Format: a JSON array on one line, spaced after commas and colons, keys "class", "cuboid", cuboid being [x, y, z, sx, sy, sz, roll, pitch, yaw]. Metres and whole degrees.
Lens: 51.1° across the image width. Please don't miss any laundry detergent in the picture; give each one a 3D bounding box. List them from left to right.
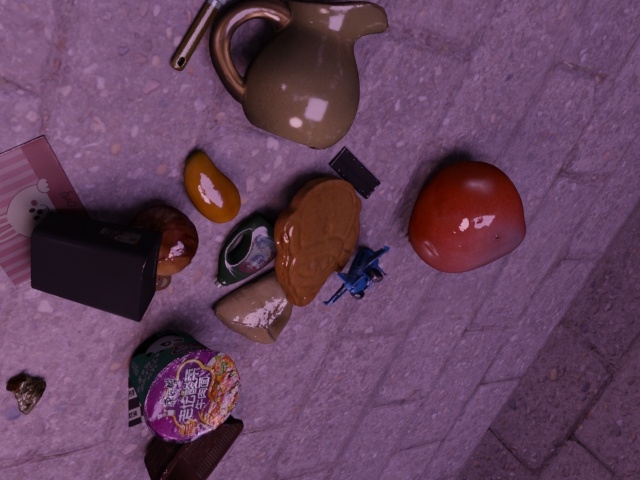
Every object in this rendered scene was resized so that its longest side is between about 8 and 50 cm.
[{"class": "laundry detergent", "cuboid": [-0.191, 0.035, 1.662, 0.211, 0.063, 0.137, -43, 136, 3]}]

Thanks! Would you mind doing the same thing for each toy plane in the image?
[{"class": "toy plane", "cuboid": [0.117, 0.087, 1.849, 0.254, 0.105, 0.271, -45, 174, 28]}]

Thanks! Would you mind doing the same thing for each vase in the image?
[{"class": "vase", "cuboid": [-0.059, -0.361, 1.337, 0.329, 0.241, 0.302, 16, 102, -19]}]

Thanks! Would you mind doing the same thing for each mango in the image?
[{"class": "mango", "cuboid": [-0.242, -0.111, 1.480, 0.102, 0.085, 0.184, -36, 133, -9]}]

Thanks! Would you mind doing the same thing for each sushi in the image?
[{"class": "sushi", "cuboid": [-0.418, 0.424, 1.813, 0.192, 0.050, 0.215, -13, 131, -31]}]

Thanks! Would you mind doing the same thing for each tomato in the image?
[{"class": "tomato", "cuboid": [0.419, -0.053, 1.911, 0.341, 0.273, 0.341, -22, 135, -24]}]

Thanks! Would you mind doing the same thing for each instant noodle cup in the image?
[{"class": "instant noodle cup", "cuboid": [-0.351, 0.345, 1.665, 0.251, 0.190, 0.251, -13, 115, -31]}]

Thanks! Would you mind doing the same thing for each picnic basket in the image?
[{"class": "picnic basket", "cuboid": [-0.377, 0.584, 1.902, 0.296, 0.129, 0.222, -54, 150, 13]}]

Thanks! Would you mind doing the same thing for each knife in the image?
[{"class": "knife", "cuboid": [-0.194, -0.471, 1.256, 0.061, 0.027, 0.343, 24, 107, -43]}]

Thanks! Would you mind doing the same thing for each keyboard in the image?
[{"class": "keyboard", "cuboid": [0.092, -0.172, 1.750, 0.063, 0.010, 0.198, -48, 139, 4]}]

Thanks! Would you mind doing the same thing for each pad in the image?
[{"class": "pad", "cuboid": [-0.575, -0.048, 1.324, 0.202, 0.005, 0.299, -29, 137, -17]}]

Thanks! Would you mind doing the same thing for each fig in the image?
[{"class": "fig", "cuboid": [-0.341, 0.029, 1.479, 0.160, 0.143, 0.230, -1, 139, 0]}]

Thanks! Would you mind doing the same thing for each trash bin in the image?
[{"class": "trash bin", "cuboid": [-0.447, 0.046, 1.341, 0.226, 0.115, 0.165, 15, 122, -1]}]

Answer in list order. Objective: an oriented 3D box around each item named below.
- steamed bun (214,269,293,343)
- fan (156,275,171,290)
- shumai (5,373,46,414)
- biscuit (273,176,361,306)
[{"class": "steamed bun", "cuboid": [-0.148, 0.203, 1.802, 0.231, 0.110, 0.212, -30, 138, -11]}, {"class": "fan", "cuboid": [-0.442, 0.078, 1.531, 0.153, 0.008, 0.226, -35, 140, -9]}, {"class": "shumai", "cuboid": [-0.683, 0.348, 1.540, 0.080, 0.082, 0.083, 34, 67, -15]}, {"class": "biscuit", "cuboid": [0.000, 0.000, 1.717, 0.312, 0.057, 0.351, -29, 135, -41]}]
